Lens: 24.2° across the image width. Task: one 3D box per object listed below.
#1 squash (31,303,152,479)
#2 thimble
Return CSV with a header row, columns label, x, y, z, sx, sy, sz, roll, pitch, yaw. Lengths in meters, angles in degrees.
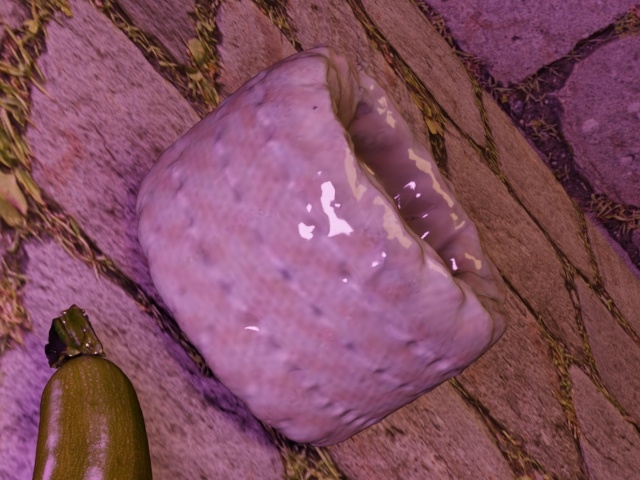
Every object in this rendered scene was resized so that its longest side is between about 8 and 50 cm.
label,x,y,z,sx,sy,sz,roll,pitch,yaw
squash,-0.133,0.151,0.827,0.080,0.071,0.318,46,23,-26
thimble,0.000,0.000,1.189,0.291,0.195,0.291,51,16,-21
